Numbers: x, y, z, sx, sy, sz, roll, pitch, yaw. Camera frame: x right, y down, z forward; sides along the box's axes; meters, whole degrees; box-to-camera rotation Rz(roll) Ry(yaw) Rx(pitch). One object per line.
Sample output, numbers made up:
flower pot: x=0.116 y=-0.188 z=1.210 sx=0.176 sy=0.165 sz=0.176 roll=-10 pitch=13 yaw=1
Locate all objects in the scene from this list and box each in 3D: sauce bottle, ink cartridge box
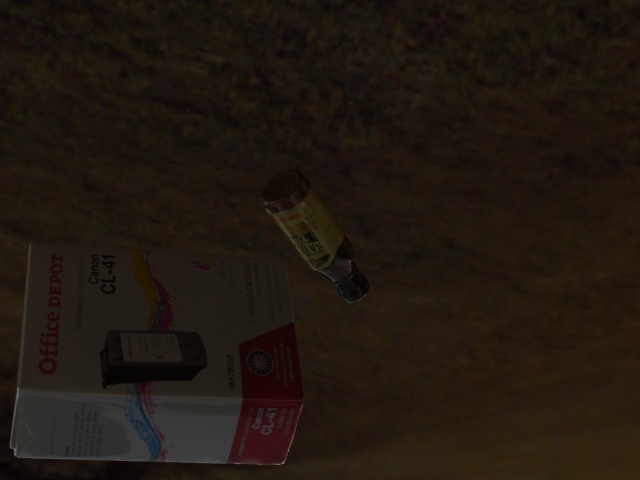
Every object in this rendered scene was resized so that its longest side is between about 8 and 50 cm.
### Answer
sauce bottle: x=0.000 y=0.000 z=0.867 sx=0.042 sy=0.042 sz=0.128 roll=-1 pitch=137 yaw=42
ink cartridge box: x=-0.186 y=0.128 z=1.244 sx=0.306 sy=0.226 sz=0.131 roll=5 pitch=134 yaw=-15
